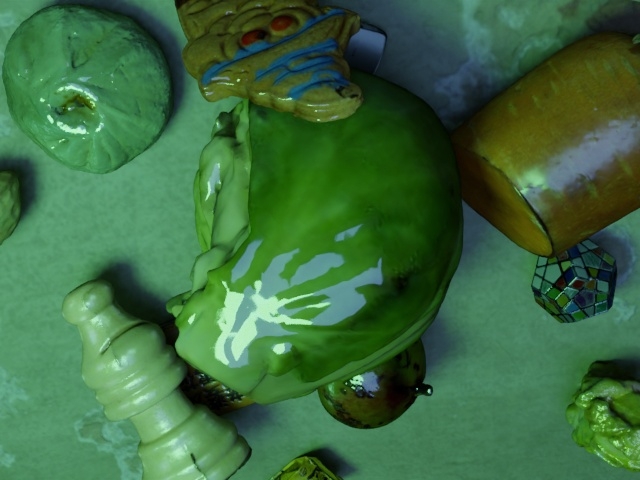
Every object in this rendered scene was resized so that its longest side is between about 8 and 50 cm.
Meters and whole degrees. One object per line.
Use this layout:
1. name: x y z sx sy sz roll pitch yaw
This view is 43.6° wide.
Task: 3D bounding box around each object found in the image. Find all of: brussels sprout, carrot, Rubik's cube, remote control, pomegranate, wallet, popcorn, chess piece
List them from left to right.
1. chess piece: -0.231 0.190 1.030 0.139 0.124 0.307 -20 107 42
2. wallet: -0.170 0.175 1.093 0.196 0.042 0.160 -22 111 11
3. remote control: -0.029 -0.244 0.914 0.212 0.028 0.059 18 117 -5
4. brussels sprout: 0.000 0.000 0.867 0.315 0.276 0.371 23 86 -6
5. pomegranate: 0.031 0.158 1.025 0.220 0.156 0.156 7 114 3
6. Rubik's cube: 0.316 0.051 0.995 0.093 0.111 0.111 21 116 -36
7. carrot: 0.299 -0.116 0.863 0.331 0.214 0.193 -35 111 12
8. popcorn: 0.390 0.231 1.045 0.126 0.145 0.126 1 106 8

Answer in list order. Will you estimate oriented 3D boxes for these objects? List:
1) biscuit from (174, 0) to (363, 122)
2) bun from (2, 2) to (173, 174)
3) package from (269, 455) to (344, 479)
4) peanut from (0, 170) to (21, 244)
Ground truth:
1. biscuit: -0.061 -0.209 0.814 0.183 0.280 0.043 -33 151 -22
2. bun: -0.268 -0.171 0.906 0.196 0.118 0.195 2 113 5
3. package: -0.028 0.361 1.168 0.071 0.047 0.131 41 107 -12
4. peanut: -0.465 0.003 0.993 0.263 0.117 0.101 -36 129 13
